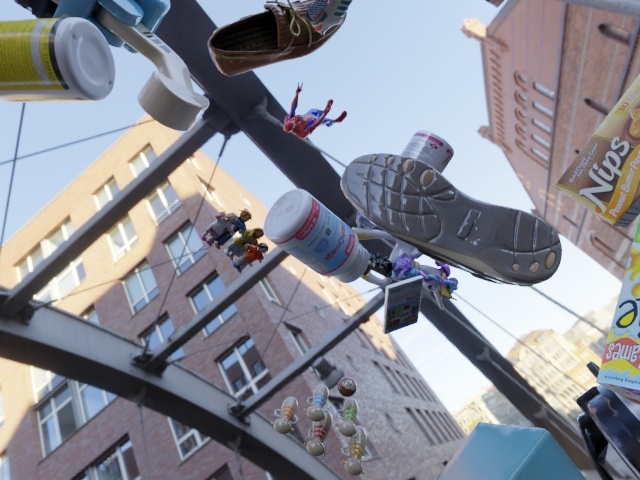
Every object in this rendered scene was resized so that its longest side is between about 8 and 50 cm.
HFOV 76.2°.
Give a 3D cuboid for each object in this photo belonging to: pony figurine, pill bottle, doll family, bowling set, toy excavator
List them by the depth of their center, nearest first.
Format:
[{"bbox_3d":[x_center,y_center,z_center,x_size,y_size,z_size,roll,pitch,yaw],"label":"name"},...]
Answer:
[{"bbox_3d":[-0.245,-0.151,0.345,0.117,0.065,0.065,1,-36,7],"label":"pill bottle"},{"bbox_3d":[0.000,0.000,0.608,0.087,0.087,0.160,-45,-54,12],"label":"pill bottle"},{"bbox_3d":[-0.430,-0.494,0.925,0.446,0.432,0.222,34,-58,-27],"label":"toy excavator"},{"bbox_3d":[0.021,0.480,1.120,0.154,0.288,0.199,-58,-13,-69],"label":"bowling set"},{"bbox_3d":[0.278,0.010,1.283,0.303,0.364,0.350,15,-91,-79],"label":"pony figurine"},{"bbox_3d":[-0.285,-0.024,1.399,0.163,0.118,0.263,-38,-51,3],"label":"doll family"},{"bbox_3d":[0.329,-0.230,1.443,0.282,0.160,0.160,-56,-34,-2],"label":"pill bottle"}]

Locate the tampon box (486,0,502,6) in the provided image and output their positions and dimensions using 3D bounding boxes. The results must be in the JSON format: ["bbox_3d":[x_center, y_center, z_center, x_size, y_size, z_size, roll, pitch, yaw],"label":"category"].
[{"bbox_3d":[0.257,-0.438,0.615,0.101,0.120,0.161,-46,-3,36],"label":"tampon box"}]

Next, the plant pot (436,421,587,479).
[{"bbox_3d":[0.257,0.416,0.589,0.234,0.165,0.165,-34,-8,-24],"label":"plant pot"}]

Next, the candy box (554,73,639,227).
[{"bbox_3d":[0.749,-0.210,0.976,0.088,0.182,0.316,3,-53,-32],"label":"candy box"}]

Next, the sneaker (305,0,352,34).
[{"bbox_3d":[0.044,-0.561,0.971,0.161,0.057,0.075,-37,-29,14],"label":"sneaker"}]

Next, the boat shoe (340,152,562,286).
[{"bbox_3d":[0.188,-0.020,0.664,0.132,0.356,0.130,-53,-21,-14],"label":"boat shoe"}]

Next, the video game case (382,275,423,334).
[{"bbox_3d":[0.171,0.135,0.852,0.087,0.011,0.121,-14,-58,-22],"label":"video game case"}]

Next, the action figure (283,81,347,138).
[{"bbox_3d":[-0.006,-0.372,1.149,0.280,0.091,0.139,-41,-11,-47],"label":"action figure"}]

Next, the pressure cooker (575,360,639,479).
[{"bbox_3d":[0.708,0.357,0.702,0.420,0.376,0.370,-47,3,17],"label":"pressure cooker"}]

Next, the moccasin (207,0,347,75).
[{"bbox_3d":[-0.111,-0.559,1.072,0.381,0.139,0.147,-16,0,-4],"label":"moccasin"}]

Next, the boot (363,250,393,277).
[{"bbox_3d":[0.147,0.072,1.098,0.045,0.099,0.121,-53,-32,-22],"label":"boot"}]

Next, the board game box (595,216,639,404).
[{"bbox_3d":[0.410,0.044,0.390,0.275,0.142,0.144,-65,9,-14],"label":"board game box"}]
